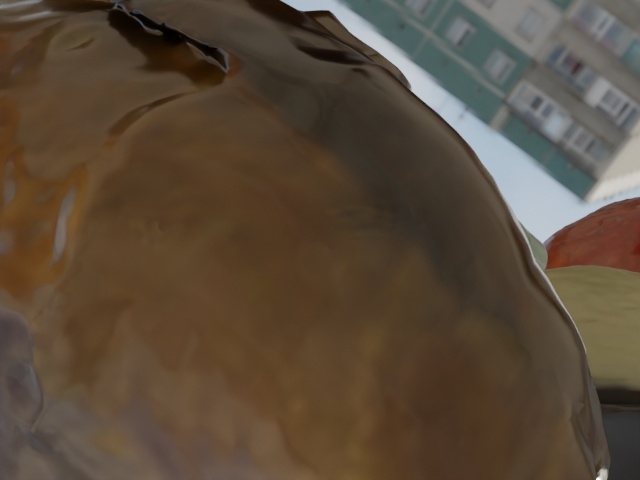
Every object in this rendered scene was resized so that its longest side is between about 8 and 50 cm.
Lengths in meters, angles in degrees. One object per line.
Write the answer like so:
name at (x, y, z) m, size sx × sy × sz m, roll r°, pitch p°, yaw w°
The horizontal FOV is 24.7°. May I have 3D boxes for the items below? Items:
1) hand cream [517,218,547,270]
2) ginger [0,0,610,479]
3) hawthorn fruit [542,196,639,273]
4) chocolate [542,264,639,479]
hand cream at (0.110, -0.015, 1.126) m, size 0.174 × 0.076 × 0.047 m, roll 35°, pitch -161°, yaw -41°
ginger at (-0.055, -0.005, 0.431) m, size 0.172 × 0.165 × 0.321 m, roll 16°, pitch -160°, yaw -39°
hawthorn fruit at (0.403, 0.073, 1.676) m, size 0.287 × 0.330 × 0.287 m, roll 55°, pitch -160°, yaw -30°
chocolate at (0.177, 0.158, 0.897) m, size 0.314 × 0.326 × 0.297 m, roll 41°, pitch -145°, yaw -16°
